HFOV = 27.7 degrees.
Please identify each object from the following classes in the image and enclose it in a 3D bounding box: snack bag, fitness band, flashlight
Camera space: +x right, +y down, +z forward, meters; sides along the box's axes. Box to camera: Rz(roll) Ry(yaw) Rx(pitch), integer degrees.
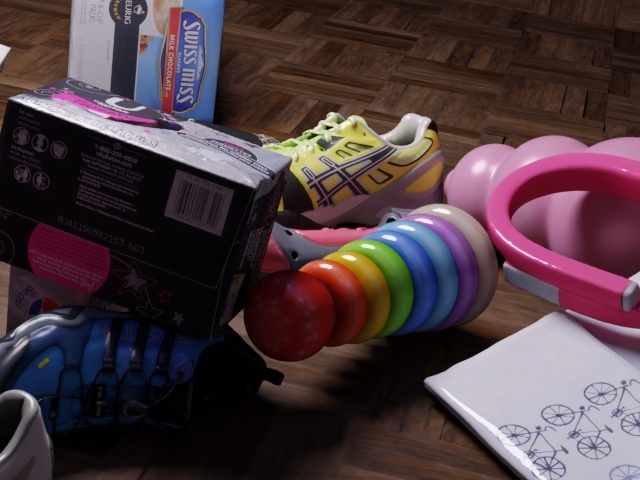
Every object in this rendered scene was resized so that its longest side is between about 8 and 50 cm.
[{"bbox_3d":[0.321,0.143,1.248,0.343,0.037,0.323,-24,34,-17],"label":"snack bag"},{"bbox_3d":[0.314,-0.008,1.380,0.291,0.054,0.209,24,52,36],"label":"fitness band"},{"bbox_3d":[0.000,0.000,1.533,0.304,0.103,0.103,-3,23,-21],"label":"flashlight"}]

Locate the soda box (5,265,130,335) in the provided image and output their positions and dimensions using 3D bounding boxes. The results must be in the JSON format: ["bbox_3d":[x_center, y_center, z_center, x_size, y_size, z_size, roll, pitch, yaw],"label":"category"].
[{"bbox_3d":[-0.238,0.023,1.404,0.091,0.098,0.286,12,23,8],"label":"soda box"}]

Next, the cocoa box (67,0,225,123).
[{"bbox_3d":[-0.284,-0.346,2.072,0.228,0.231,0.347,3,24,-12],"label":"cocoa box"}]

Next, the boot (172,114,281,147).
[{"bbox_3d":[-0.174,-0.127,1.807,0.179,0.085,0.236,7,7,-36],"label":"boot"}]

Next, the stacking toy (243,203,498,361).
[{"bbox_3d":[0.048,0.056,1.343,0.141,0.141,0.330,23,24,31],"label":"stacking toy"}]

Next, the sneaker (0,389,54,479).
[{"bbox_3d":[-0.341,0.190,0.930,0.122,0.146,0.331,28,31,36],"label":"sneaker"}]

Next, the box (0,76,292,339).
[{"bbox_3d":[-0.174,-0.038,1.239,0.247,0.163,0.142,20,19,7],"label":"box"}]

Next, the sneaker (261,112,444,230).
[{"bbox_3d":[-0.011,-0.091,1.658,0.385,0.147,0.145,-5,17,-34],"label":"sneaker"}]

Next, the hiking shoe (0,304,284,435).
[{"bbox_3d":[-0.178,0.122,1.175,0.132,0.113,0.304,25,29,36],"label":"hiking shoe"}]

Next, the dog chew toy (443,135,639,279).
[{"bbox_3d":[0.305,-0.040,1.616,0.332,0.206,0.207,15,23,34],"label":"dog chew toy"}]

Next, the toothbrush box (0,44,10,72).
[{"bbox_3d":[-0.467,-0.110,1.462,0.126,0.216,0.295,22,20,-13],"label":"toothbrush box"}]
